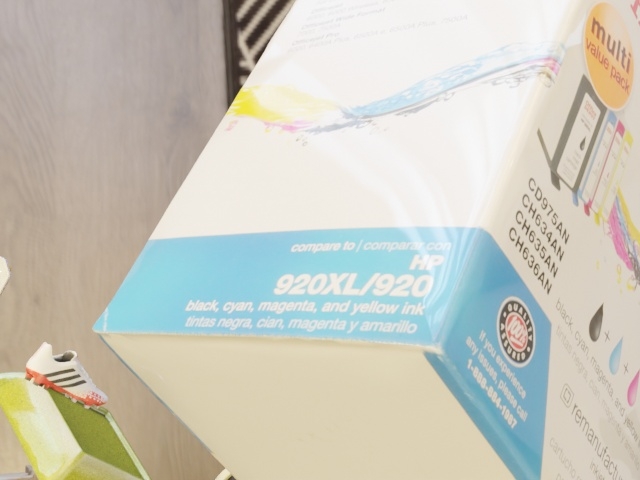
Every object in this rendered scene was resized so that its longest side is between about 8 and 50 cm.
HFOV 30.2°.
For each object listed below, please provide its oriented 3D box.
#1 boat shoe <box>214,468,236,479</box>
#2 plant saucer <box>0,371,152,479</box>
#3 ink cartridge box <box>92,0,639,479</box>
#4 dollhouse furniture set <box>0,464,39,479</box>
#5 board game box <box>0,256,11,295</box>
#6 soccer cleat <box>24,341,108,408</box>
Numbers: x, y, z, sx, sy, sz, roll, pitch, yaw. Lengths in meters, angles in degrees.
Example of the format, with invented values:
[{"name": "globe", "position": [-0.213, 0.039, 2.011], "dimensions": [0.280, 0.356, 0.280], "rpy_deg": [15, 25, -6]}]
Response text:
[{"name": "boat shoe", "position": [-0.026, 0.207, 0.922], "dimensions": [0.084, 0.233, 0.079], "rpy_deg": [35, 32, -25]}, {"name": "plant saucer", "position": [-0.265, 0.226, 1.326], "dimensions": [0.045, 0.188, 0.188], "rpy_deg": [-45, 50, 3]}, {"name": "ink cartridge box", "position": [0.056, 0.001, 0.528], "dimensions": [0.168, 0.171, 0.232], "rpy_deg": [-2, 48, 38]}, {"name": "dollhouse furniture set", "position": [-0.555, 0.393, 1.685], "dimensions": [0.256, 0.394, 0.362], "rpy_deg": [0, 87, -24]}, {"name": "board game box", "position": [-0.590, 0.106, 1.283], "dimensions": [0.390, 0.050, 0.390], "rpy_deg": [28, 86, 1]}, {"name": "soccer cleat", "position": [-0.194, 0.106, 0.929], "dimensions": [0.029, 0.083, 0.035], "rpy_deg": [21, 81, 46]}]
